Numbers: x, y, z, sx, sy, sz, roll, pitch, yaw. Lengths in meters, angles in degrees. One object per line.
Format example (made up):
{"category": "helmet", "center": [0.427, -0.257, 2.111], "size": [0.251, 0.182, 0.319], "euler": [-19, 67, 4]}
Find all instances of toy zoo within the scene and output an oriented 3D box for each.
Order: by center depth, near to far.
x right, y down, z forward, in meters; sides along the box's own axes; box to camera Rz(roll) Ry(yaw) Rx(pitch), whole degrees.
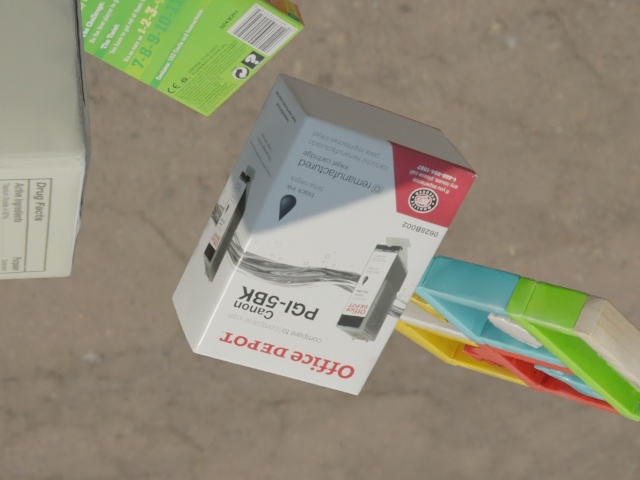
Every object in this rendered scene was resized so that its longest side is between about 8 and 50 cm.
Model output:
{"category": "toy zoo", "center": [0.127, 0.065, 1.083], "size": [0.293, 0.030, 0.192], "euler": [14, 162, 44]}

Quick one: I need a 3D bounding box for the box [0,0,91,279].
{"category": "box", "center": [-0.274, -0.055, 0.710], "size": [0.311, 0.121, 0.148], "euler": [-1, 156, -15]}

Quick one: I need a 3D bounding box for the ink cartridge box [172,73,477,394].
{"category": "ink cartridge box", "center": [0.000, 0.000, 0.720], "size": [0.099, 0.056, 0.135], "euler": [17, 112, -25]}

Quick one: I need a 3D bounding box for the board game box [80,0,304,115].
{"category": "board game box", "center": [-0.146, -0.194, 1.153], "size": [0.124, 0.039, 0.259], "euler": [-40, 139, 25]}
